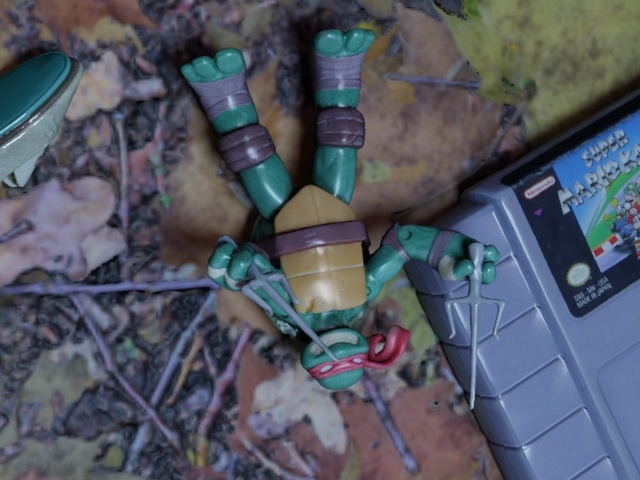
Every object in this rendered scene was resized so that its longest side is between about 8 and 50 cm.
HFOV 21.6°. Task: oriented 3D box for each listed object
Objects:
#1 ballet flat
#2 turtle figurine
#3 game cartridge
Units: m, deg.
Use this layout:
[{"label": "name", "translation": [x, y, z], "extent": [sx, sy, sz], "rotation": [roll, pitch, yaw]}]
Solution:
[{"label": "ballet flat", "translation": [-0.195, -0.039, 0.938], "extent": [0.168, 0.057, 0.052], "rotation": [-40, 133, -14]}, {"label": "turtle figurine", "translation": [0.000, 0.000, 0.981], "extent": [0.175, 0.118, 0.234], "rotation": [-10, 81, -31]}, {"label": "game cartridge", "translation": [0.241, 0.012, 1.117], "extent": [0.355, 0.068, 0.230], "rotation": [-31, 106, -20]}]
